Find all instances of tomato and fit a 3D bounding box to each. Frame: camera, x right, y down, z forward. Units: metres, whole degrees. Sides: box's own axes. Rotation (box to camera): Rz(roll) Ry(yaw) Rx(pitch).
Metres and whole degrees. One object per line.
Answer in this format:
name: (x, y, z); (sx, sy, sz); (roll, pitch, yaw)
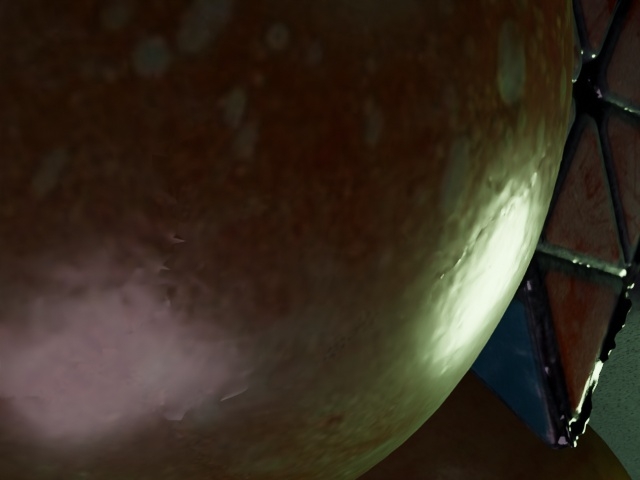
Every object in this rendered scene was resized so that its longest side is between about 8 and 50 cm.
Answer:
tomato: (-0.067, -0.026, 0.426); (0.270, 0.222, 0.270); (-8, 158, -3)

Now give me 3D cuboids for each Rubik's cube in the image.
Rubik's cube: (0.052, -0.052, 0.672); (0.178, 0.211, 0.190); (3, -161, 39)

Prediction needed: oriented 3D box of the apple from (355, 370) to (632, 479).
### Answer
apple: (0.039, 0.226, 1.034); (0.364, 0.364, 0.364); (-9, 162, -3)
